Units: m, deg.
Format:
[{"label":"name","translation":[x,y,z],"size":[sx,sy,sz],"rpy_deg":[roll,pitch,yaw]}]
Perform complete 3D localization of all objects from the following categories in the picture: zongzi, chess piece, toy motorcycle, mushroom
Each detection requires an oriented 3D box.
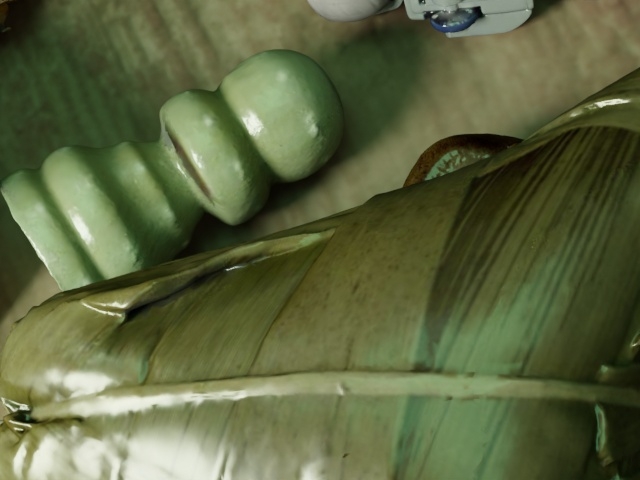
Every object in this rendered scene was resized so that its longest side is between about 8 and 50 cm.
[{"label":"zongzi","translation":[0.006,0.005,1.017],"size":[0.500,0.218,0.466],"rpy_deg":[15,78,18]},{"label":"chess piece","translation":[-0.095,-0.049,1.134],"size":[0.243,0.133,0.133],"rpy_deg":[-33,65,-6]},{"label":"toy motorcycle","translation":[0.110,-0.212,1.159],"size":[0.254,0.112,0.112],"rpy_deg":[-3,69,15]},{"label":"mushroom","translation":[0.118,-0.022,1.084],"size":[0.126,0.085,0.109],"rpy_deg":[20,108,9]}]

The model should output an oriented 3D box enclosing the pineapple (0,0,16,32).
[{"label":"pineapple","translation":[-0.311,-0.228,1.279],"size":[0.225,0.076,0.224],"rpy_deg":[-6,65,13]}]
